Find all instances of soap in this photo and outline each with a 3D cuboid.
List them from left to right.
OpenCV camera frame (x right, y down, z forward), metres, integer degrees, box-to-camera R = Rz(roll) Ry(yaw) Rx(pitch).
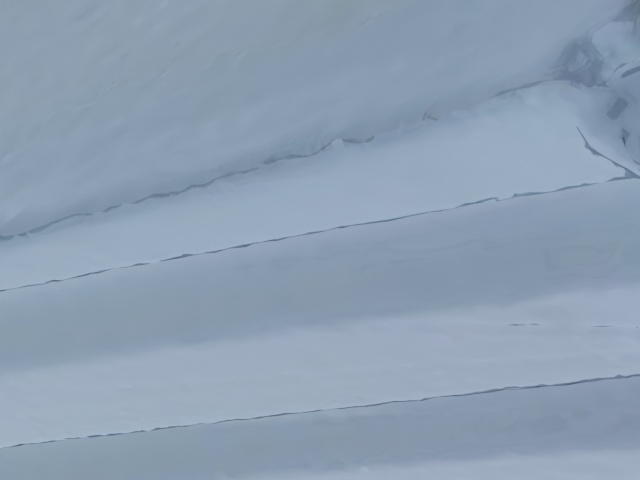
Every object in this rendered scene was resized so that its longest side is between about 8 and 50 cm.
[{"bbox_3d":[0.000,0.000,0.575,0.435,0.212,0.350,-13,-35,32],"label":"soap"}]
